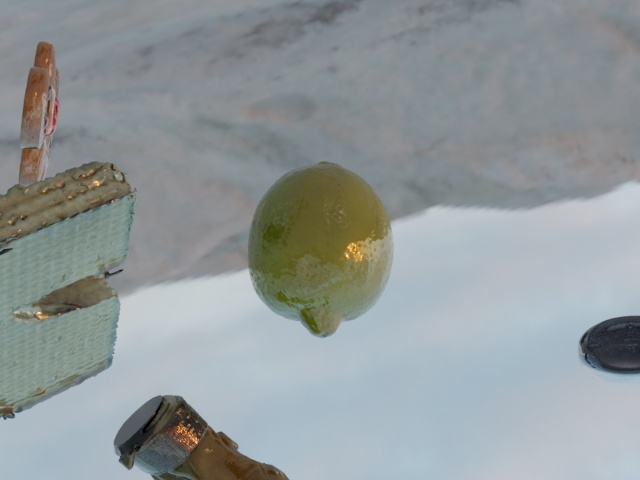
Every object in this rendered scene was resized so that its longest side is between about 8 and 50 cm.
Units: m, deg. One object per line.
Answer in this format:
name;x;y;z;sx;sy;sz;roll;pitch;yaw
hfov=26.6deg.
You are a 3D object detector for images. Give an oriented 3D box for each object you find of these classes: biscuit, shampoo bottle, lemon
biscuit;-0.316;-0.140;1.541;0.036;0.166;0.250;7;176;-10
shampoo bottle;0.271;0.100;1.187;0.087;0.049;0.233;-5;171;12
biscuit;-0.196;0.045;0.889;0.147;0.046;0.250;-26;157;-23
lemon;0.000;0.000;1.686;0.184;0.249;0.184;1;149;0

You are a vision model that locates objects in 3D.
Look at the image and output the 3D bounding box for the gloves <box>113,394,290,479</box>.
gloves;-0.106;0.326;1.631;0.154;0.331;0.141;-40;-174;18
